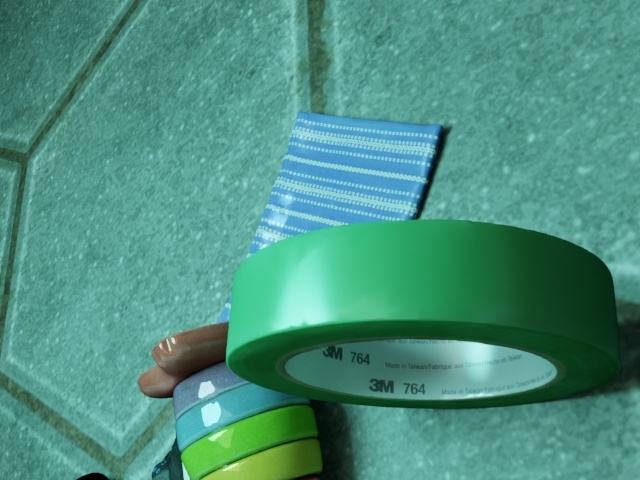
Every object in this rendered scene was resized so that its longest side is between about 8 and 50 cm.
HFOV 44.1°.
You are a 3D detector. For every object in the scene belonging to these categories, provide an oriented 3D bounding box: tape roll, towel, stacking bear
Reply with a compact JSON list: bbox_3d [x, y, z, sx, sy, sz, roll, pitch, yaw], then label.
[{"bbox_3d":[0.083,0.078,0.671,0.321,0.321,0.077,-15,61,37],"label":"tape roll"},{"bbox_3d":[0.000,0.000,0.981,0.243,0.040,0.336,14,82,44],"label":"towel"},{"bbox_3d":[-0.072,0.246,0.853,0.289,0.164,0.175,69,152,19],"label":"stacking bear"}]

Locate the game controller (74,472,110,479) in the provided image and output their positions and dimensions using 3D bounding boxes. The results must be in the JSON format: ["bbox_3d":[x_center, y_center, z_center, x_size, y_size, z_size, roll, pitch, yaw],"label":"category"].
[{"bbox_3d":[-0.318,0.476,1.043,0.166,0.067,0.319,-38,51,24],"label":"game controller"}]

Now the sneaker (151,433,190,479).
[{"bbox_3d":[-0.168,0.246,0.997,0.121,0.079,0.217,-30,55,29],"label":"sneaker"}]
